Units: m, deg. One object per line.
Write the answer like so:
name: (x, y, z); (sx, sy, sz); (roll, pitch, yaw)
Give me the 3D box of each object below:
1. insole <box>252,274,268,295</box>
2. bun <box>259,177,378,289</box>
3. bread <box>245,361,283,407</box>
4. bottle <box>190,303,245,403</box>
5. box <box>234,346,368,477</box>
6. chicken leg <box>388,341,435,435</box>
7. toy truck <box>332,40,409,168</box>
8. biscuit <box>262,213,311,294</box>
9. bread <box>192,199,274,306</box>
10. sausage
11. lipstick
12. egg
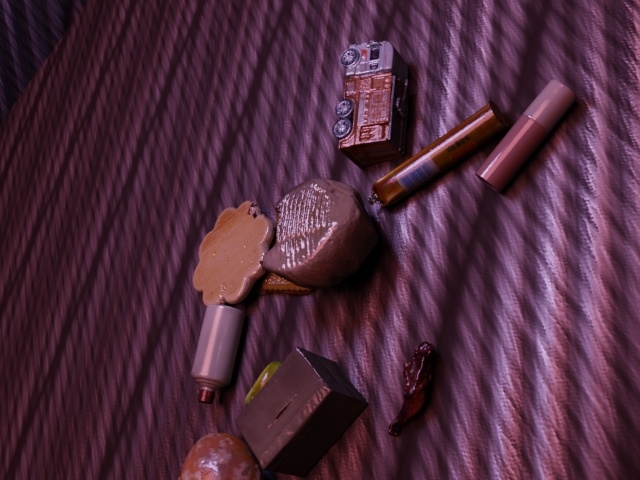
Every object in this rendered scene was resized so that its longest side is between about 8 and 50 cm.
insole: (-0.175, 0.040, 1.964); (0.086, 0.005, 0.253); (-31, 53, 23)
bun: (0.013, -0.005, 1.701); (0.281, 0.205, 0.282); (-20, 55, 32)
bread: (-0.121, 0.348, 1.703); (0.071, 0.130, 0.139); (34, 100, 1)
bottle: (-0.266, 0.292, 1.849); (0.104, 0.104, 0.245); (-3, 67, 38)
box: (-0.046, 0.378, 1.597); (0.231, 0.155, 0.149); (-52, 47, 8)
chicken leg: (0.192, 0.309, 1.513); (0.093, 0.053, 0.205); (-11, 53, 61)
toy truck: (0.138, -0.347, 1.816); (0.162, 0.136, 0.305); (-5, 69, 30)
biscuit: (-0.062, 0.015, 1.868); (0.172, 0.029, 0.255); (-2, 69, 35)
bread: (-0.232, 0.041, 1.962); (0.316, 0.054, 0.316); (-23, 53, 35)
sausage: (0.258, -0.184, 1.678); (0.371, 0.082, 0.082); (-34, 52, 22)
lipstick: (0.438, -0.222, 1.554); (0.254, 0.070, 0.070); (-52, 47, 7)
egg: (-0.223, 0.542, 1.637); (0.195, 0.195, 0.233); (-35, 53, 21)
